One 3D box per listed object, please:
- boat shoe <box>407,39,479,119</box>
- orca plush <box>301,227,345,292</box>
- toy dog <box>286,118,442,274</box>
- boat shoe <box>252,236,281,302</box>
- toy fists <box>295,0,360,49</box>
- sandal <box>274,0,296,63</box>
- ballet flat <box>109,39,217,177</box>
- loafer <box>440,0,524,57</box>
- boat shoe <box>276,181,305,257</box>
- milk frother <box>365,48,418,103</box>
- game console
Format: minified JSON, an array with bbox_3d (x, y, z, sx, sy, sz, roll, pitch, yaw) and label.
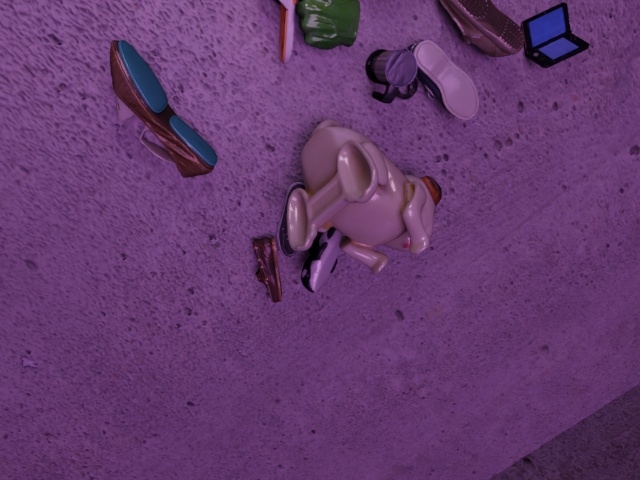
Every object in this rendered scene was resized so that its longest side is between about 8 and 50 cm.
[{"bbox_3d":[0.322,-0.421,1.101,0.254,0.079,0.095,33,104,-23],"label":"boat shoe"},{"bbox_3d":[0.000,0.000,1.195,0.102,0.151,0.287,21,94,22],"label":"orca plush"},{"bbox_3d":[0.134,-0.099,1.084,0.408,0.395,0.284,20,127,-37],"label":"toy dog"},{"bbox_3d":[-0.155,0.089,1.212,0.073,0.073,0.207,-9,109,-9],"label":"boat shoe"},{"bbox_3d":[0.016,-0.584,0.936,0.142,0.096,0.279,-4,114,-27],"label":"toy fists"},{"bbox_3d":[-0.097,-0.536,0.921,0.076,0.102,0.265,-3,117,-17],"label":"sandal"},{"bbox_3d":[-0.389,-0.281,0.970,0.124,0.116,0.342,-25,124,19],"label":"ballet flat"},{"bbox_3d":[0.391,-0.555,1.051,0.268,0.092,0.102,37,73,-12],"label":"loafer"},{"bbox_3d":[-0.071,-0.048,1.166,0.080,0.076,0.228,8,111,-18],"label":"boat shoe"},{"bbox_3d":[0.203,-0.413,1.040,0.143,0.134,0.129,-9,117,-11],"label":"milk frother"},{"bbox_3d":[0.637,-0.556,1.124,0.144,0.124,0.085,-26,144,-2],"label":"game console"}]
